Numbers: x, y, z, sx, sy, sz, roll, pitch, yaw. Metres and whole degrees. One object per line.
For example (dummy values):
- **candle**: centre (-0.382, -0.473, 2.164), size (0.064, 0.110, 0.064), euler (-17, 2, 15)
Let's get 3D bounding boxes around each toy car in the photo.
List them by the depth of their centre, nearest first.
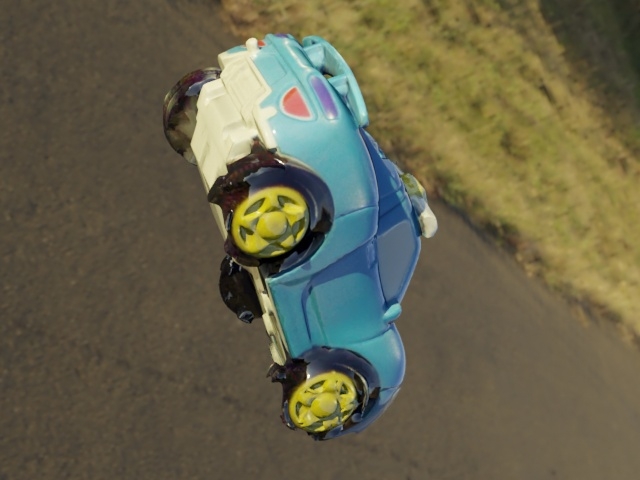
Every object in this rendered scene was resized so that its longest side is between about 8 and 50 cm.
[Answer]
- **toy car**: centre (0.000, 0.000, 0.888), size (0.198, 0.166, 0.314), euler (-119, -168, -57)
